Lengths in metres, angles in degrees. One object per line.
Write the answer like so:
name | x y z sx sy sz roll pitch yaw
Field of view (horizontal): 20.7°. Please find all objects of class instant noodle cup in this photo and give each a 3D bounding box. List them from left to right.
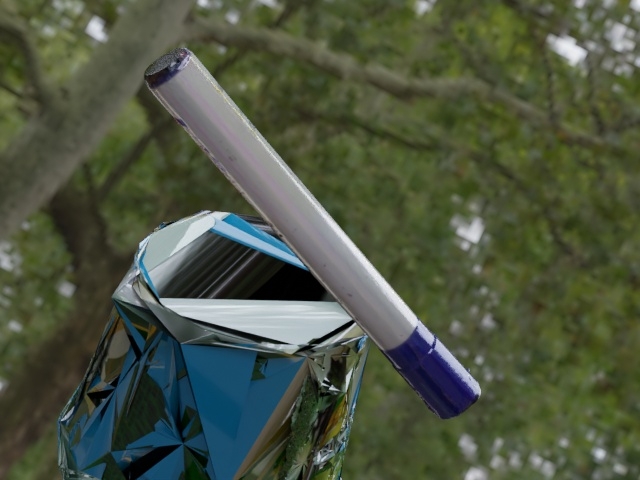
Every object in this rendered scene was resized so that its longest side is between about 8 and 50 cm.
instant noodle cup | -0.068 0.098 1.305 0.240 0.240 0.178 24 -60 12

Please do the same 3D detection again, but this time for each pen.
pen | 0.000 0.000 0.949 0.269 0.033 0.033 49 -24 -25
